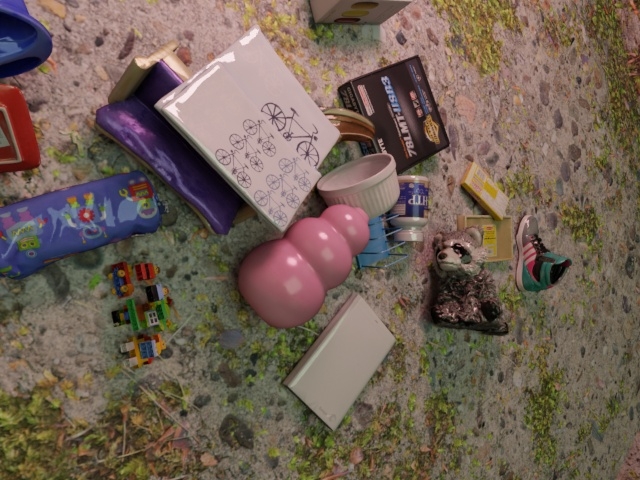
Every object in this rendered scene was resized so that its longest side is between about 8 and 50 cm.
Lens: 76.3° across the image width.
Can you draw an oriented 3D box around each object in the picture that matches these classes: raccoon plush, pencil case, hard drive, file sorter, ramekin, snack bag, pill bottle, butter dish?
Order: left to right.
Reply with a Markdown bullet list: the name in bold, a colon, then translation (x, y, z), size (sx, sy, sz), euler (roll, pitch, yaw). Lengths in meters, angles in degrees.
- **butter dish**: translation (-0.574, -0.199, 0.676), size (0.160, 0.118, 0.160), euler (-14, 138, -30)
- **pencil case**: translation (-0.444, -0.031, 0.746), size (0.306, 0.119, 0.133), euler (-24, 99, -30)
- **snack bag**: translation (-0.107, -0.239, 0.839), size (0.323, 0.037, 0.342), euler (47, 53, -22)
- **hard drive**: translation (0.063, 0.326, 1.109), size (0.307, 0.040, 0.203), euler (-49, 113, -24)
- **ramekin**: translation (0.105, -0.132, 1.051), size (0.207, 0.207, 0.109), euler (-38, 118, -27)
- **file sorter**: translation (0.161, -0.018, 1.137), size (0.118, 0.104, 0.170), euler (-21, 100, -31)
- **pill bottle**: translation (0.260, -0.090, 1.196), size (0.112, 0.112, 0.186), euler (2, 89, -32)
- **raccoon plush**: translation (0.484, 0.141, 1.342), size (0.446, 0.216, 0.299), euler (36, 53, -57)

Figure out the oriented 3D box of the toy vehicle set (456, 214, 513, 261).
- **toy vehicle set**: translation (0.588, -0.006, 1.446), size (0.267, 0.035, 0.166), euler (-1, 90, -32)

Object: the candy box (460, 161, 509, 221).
- **candy box**: translation (0.579, -0.170, 1.426), size (0.206, 0.027, 0.105), euler (40, 64, -16)

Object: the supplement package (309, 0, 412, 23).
- **supplement package**: translation (0.101, -0.675, 1.089), size (0.244, 0.139, 0.133), euler (-18, 98, -30)

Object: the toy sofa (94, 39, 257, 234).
- **toy sofa**: translation (-0.247, -0.190, 0.830), size (0.362, 0.150, 0.177), euler (47, 47, -23)

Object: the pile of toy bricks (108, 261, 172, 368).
- **pile of toy bricks**: translation (-0.344, 0.141, 0.832), size (0.105, 0.118, 0.212), euler (-1, 77, -70)

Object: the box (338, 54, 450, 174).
- **box**: translation (0.227, -0.361, 1.205), size (0.293, 0.073, 0.295), euler (-31, 104, -30)

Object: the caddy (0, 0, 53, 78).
- **caddy**: translation (-0.594, -0.320, 0.587), size (0.341, 0.241, 0.179), euler (-17, 94, -31)

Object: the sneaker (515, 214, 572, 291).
- **sneaker**: translation (0.830, 0.048, 1.514), size (0.124, 0.178, 0.295), euler (2, 88, -32)

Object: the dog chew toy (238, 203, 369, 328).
- **dog chew toy**: translation (-0.023, 0.043, 0.932), size (0.332, 0.206, 0.206), euler (-41, 111, -8)

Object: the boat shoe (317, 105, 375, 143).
- **boat shoe**: translation (-0.018, -0.275, 1.030), size (0.324, 0.122, 0.119), euler (5, 92, -24)
